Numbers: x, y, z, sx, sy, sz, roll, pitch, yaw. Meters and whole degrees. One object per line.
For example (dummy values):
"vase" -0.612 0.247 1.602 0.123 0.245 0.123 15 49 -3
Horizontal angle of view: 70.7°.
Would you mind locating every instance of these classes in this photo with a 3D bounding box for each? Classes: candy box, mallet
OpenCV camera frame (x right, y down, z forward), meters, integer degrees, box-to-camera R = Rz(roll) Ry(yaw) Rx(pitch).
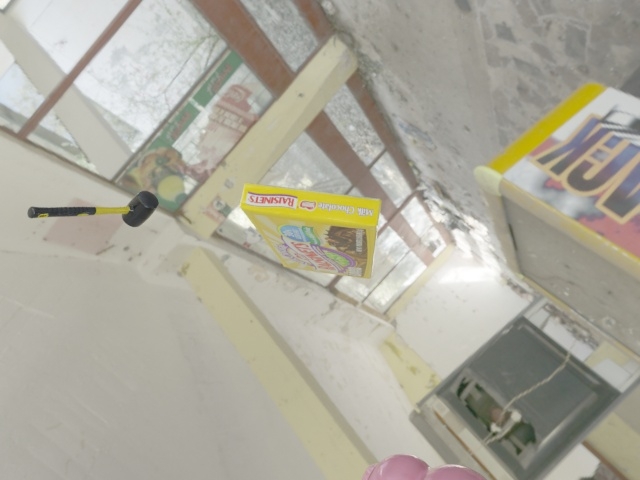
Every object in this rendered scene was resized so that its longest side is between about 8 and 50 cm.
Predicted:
"candy box" 0.000 0.000 0.427 0.105 0.027 0.206 10 166 8
"mallet" -0.326 -0.049 0.670 0.039 0.062 0.190 59 -158 12

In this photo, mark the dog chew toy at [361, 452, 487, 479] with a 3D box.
"dog chew toy" 0.206 0.427 0.645 0.332 0.206 0.207 17 169 35
